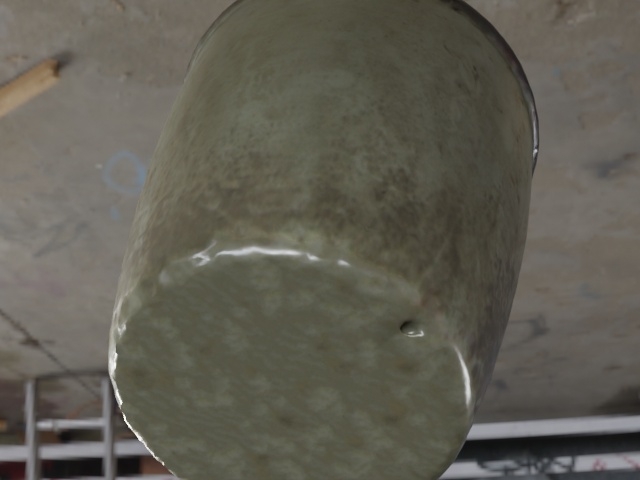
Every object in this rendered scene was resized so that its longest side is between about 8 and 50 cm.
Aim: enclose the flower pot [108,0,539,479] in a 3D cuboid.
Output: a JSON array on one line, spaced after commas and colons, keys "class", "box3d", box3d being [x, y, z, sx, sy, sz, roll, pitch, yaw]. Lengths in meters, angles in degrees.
[{"class": "flower pot", "box3d": [0.000, 0.000, 0.743, 0.293, 0.330, 0.294, 6, 124, 9]}]
